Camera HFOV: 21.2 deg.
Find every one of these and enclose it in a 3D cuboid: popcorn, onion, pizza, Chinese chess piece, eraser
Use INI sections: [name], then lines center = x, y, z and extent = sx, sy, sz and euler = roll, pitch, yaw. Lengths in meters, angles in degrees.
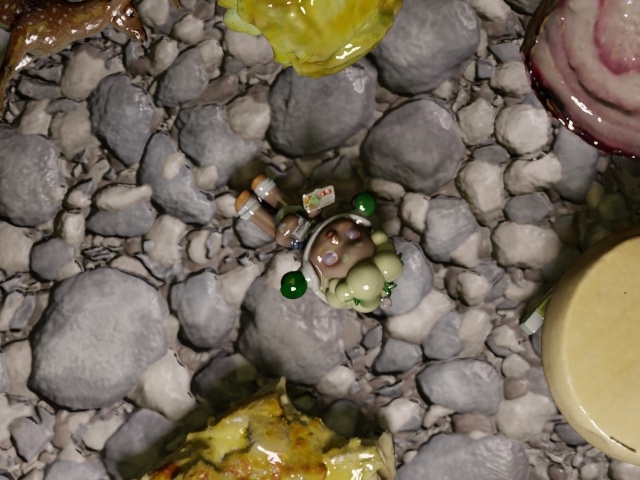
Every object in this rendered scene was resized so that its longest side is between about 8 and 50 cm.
[popcorn]
center = -0.005, -0.275, 1.768
extent = 0.184, 0.221, 0.204
euler = 33, 72, 29
[onion]
center = 0.354, -0.213, 1.809
extent = 0.280, 0.146, 0.314
euler = 40, 81, -18
[pizza]
center = -0.033, 0.262, 1.736
extent = 0.323, 0.089, 0.223
euler = 26, 83, 4
[Chinese chess piece]
center = 0.347, 0.107, 1.740
extent = 0.251, 0.097, 0.250
euler = 0, 86, -7
[eraser]
center = 0.243, 0.063, 1.796
extent = 0.019, 0.038, 0.083
euler = 42, 83, 2

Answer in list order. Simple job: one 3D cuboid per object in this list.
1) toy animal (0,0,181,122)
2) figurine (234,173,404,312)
[toy animal]
center = -0.299, -0.250, 1.831
extent = 0.243, 0.087, 0.260
euler = 34, 84, 4
[figurine]
center = 0.000, 0.000, 1.780
extent = 0.197, 0.093, 0.147
euler = 39, 71, 7
